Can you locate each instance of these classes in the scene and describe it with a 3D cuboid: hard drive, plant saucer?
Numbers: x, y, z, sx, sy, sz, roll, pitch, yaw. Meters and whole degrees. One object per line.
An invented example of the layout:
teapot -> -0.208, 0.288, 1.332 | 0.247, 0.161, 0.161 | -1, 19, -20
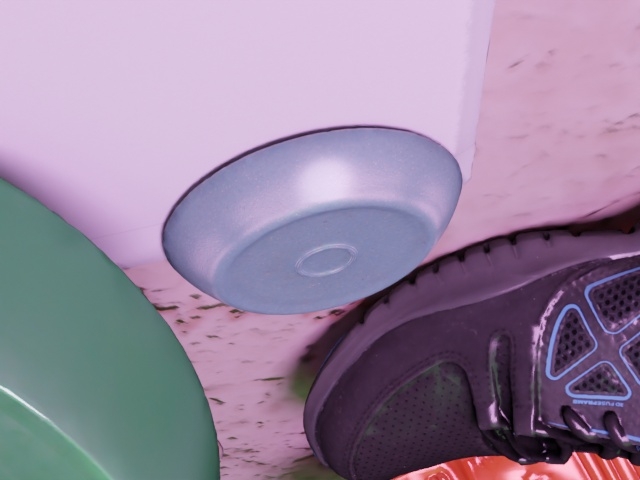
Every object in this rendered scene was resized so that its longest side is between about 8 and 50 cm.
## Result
hard drive -> -0.045, -0.089, 0.350 | 0.203, 0.040, 0.307 | -13, 151, -5
plant saucer -> 0.000, 0.000, 0.463 | 0.119, 0.021, 0.119 | -12, 152, -6

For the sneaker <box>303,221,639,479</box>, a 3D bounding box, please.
sneaker -> 0.145, 0.064, 0.603 | 0.340, 0.140, 0.125 | -26, 149, 19

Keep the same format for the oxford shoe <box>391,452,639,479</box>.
oxford shoe -> 0.160, 0.127, 0.781 | 0.363, 0.130, 0.133 | -23, -177, 0

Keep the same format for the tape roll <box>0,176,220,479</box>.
tape roll -> -0.198, 0.094, 0.425 | 0.321, 0.077, 0.321 | 2, 130, 3

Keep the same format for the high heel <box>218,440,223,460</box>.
high heel -> -0.191, 0.105, 0.550 | 0.261, 0.093, 0.186 | 14, 137, -20
